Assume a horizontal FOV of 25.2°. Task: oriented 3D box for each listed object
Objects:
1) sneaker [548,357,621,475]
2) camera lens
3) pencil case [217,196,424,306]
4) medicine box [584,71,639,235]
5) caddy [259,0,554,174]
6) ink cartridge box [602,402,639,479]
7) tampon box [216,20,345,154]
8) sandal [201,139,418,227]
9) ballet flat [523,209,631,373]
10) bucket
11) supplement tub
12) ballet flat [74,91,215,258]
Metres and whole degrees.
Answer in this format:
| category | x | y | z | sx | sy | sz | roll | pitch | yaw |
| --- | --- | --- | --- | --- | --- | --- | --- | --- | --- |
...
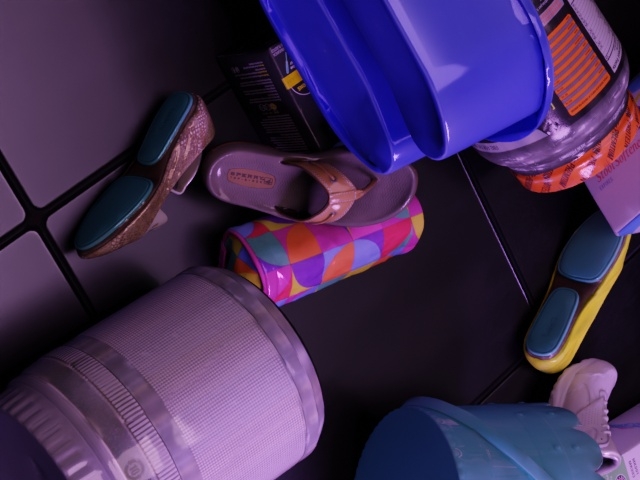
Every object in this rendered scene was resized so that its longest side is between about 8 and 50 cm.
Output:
| category | x | y | z | sx | sy | sz | roll | pitch | yaw |
| --- | --- | --- | --- | --- | --- | --- | --- | --- | --- |
| sneaker | 0.320 | 0.237 | 1.732 | 0.232 | 0.115 | 0.090 | -48 | 143 | -37 |
| camera lens | -0.150 | 0.169 | 1.351 | 0.274 | 0.219 | 0.219 | -32 | 109 | -31 |
| pencil case | 0.000 | 0.000 | 1.532 | 0.236 | 0.104 | 0.104 | -21 | 104 | -35 |
| medicine box | 0.498 | -0.147 | 1.750 | 0.289 | 0.263 | 0.149 | -11 | 66 | -38 |
| caddy | 0.085 | -0.228 | 1.367 | 0.179 | 0.241 | 0.341 | -34 | 100 | -23 |
| ink cartridge box | 0.410 | 0.311 | 1.834 | 0.212 | 0.093 | 0.154 | -24 | 105 | -34 |
| tampon box | -0.006 | -0.158 | 1.515 | 0.120 | 0.101 | 0.161 | -40 | 113 | -28 |
| sandal | -0.011 | -0.056 | 1.443 | 0.219 | 0.060 | 0.090 | 9 | 111 | -6 |
| ballet flat | 0.324 | 0.066 | 1.786 | 0.231 | 0.077 | 0.077 | -59 | 142 | -16 |
| bucket | 0.167 | 0.302 | 1.556 | 0.183 | 0.281 | 0.281 | 7 | 87 | -27 |
| supplement tub | 0.208 | -0.229 | 1.602 | 0.207 | 0.207 | 0.338 | -50 | 118 | -23 |
| ballet flat | -0.166 | -0.053 | 1.429 | 0.206 | 0.073 | 0.067 | -56 | 134 | -16 |
